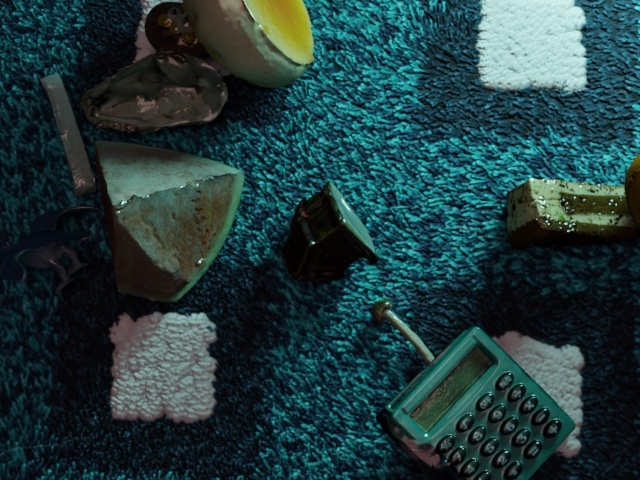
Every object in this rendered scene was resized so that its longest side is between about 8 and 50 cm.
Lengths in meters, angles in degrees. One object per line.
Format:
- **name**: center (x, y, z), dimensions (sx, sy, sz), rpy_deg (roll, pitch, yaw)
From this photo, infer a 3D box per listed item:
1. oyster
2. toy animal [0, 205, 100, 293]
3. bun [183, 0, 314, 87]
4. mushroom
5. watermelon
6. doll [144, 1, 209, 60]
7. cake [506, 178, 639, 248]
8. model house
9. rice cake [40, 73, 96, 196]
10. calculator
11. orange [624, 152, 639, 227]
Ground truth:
- **oyster**: center (-0.310, -0.262, 1.736), dimensions (0.252, 0.087, 0.199), rpy_deg (-40, 102, 16)
- **toy animal**: center (-0.512, 0.014, 1.669), dimensions (0.176, 0.239, 0.255), rpy_deg (43, 130, -16)
- **bun**: center (-0.144, -0.397, 1.663), dimensions (0.164, 0.299, 0.299), rpy_deg (-25, 78, 26)
- **mushroom**: center (0.179, 0.239, 1.639), dimensions (0.068, 0.043, 0.306), rpy_deg (-31, 80, 19)
- **watermelon**: center (-0.329, -0.048, 1.630), dimensions (0.250, 0.292, 0.283), rpy_deg (7, 80, 35)
- **doll**: center (-0.256, -0.421, 1.760), dimensions (0.145, 0.096, 0.188), rpy_deg (10, 71, -2)
- **cake**: center (0.454, -0.051, 1.619), dimensions (0.245, 0.135, 0.112), rpy_deg (-3, 79, 3)
- **model house**: center (-0.002, -0.005, 1.672), dimensions (0.152, 0.106, 0.165), rpy_deg (-34, 43, 9)
- **rice cake**: center (-0.476, -0.200, 1.759), dimensions (0.045, 0.042, 0.245), rpy_deg (-16, 78, -15)
- **calculator**: center (0.272, 0.316, 1.587), dimensions (0.248, 0.058, 0.274), rpy_deg (-45, 88, -6)
- **orange**: center (0.641, -0.082, 1.561), dimensions (0.239, 0.240, 0.240), rpy_deg (-1, 80, 4)
